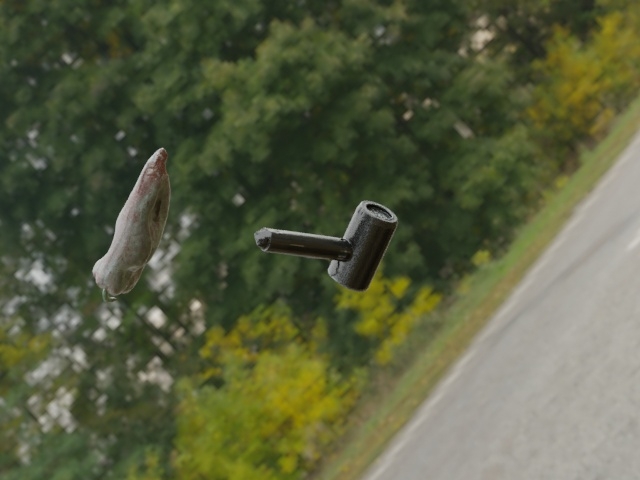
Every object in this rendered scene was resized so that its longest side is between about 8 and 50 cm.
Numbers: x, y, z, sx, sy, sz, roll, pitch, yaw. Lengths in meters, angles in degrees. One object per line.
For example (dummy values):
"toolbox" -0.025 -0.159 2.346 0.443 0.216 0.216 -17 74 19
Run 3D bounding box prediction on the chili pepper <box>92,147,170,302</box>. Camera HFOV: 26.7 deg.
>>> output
"chili pepper" -0.155 -0.005 1.138 0.153 0.041 0.050 -60 9 22

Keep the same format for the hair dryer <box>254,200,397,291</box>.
"hair dryer" 0.000 0.000 0.741 0.083 0.026 0.047 7 -63 -34
